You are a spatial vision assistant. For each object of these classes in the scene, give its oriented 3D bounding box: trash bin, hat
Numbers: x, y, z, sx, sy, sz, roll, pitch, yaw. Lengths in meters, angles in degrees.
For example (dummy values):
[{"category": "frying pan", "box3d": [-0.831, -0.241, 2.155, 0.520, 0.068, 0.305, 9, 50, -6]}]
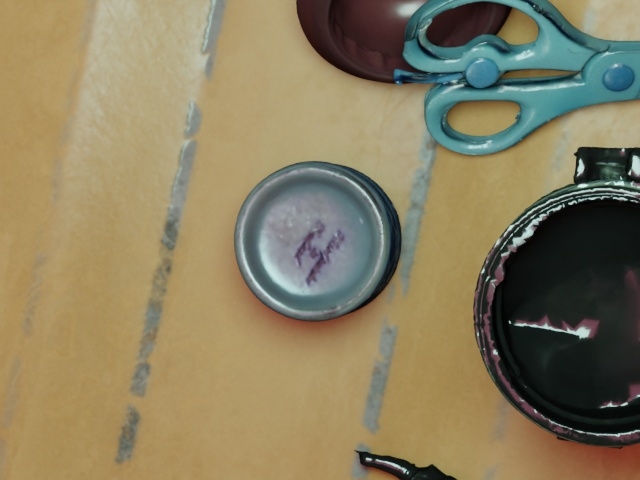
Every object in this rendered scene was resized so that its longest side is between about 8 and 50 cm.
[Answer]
[{"category": "trash bin", "box3d": [0.249, 0.056, 1.695, 0.217, 0.262, 0.277, 5, 94, 8]}, {"category": "hat", "box3d": [0.077, -0.232, 1.781, 0.205, 0.089, 0.205, -4, 131, -5]}]

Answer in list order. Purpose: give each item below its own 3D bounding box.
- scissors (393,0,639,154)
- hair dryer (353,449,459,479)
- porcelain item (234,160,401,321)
[{"category": "scissors", "box3d": [0.262, -0.160, 1.773, 0.393, 0.032, 0.180, -2, 130, 1]}, {"category": "hair dryer", "box3d": [0.129, 0.294, 1.832, 0.271, 0.091, 0.235, 43, 108, 17]}, {"category": "porcelain item", "box3d": [0.000, 0.000, 1.803, 0.147, 0.114, 0.147, 0, 91, 10]}]
